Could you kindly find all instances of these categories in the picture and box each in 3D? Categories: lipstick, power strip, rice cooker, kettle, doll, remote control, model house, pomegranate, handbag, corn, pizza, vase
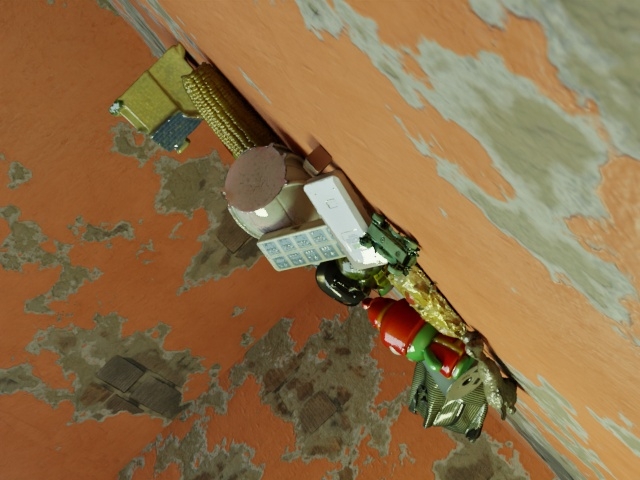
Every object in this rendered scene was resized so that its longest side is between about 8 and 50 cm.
[{"bbox_3d":[-0.009,-0.171,1.335,0.045,0.045,0.145,48,177,-3],"label":"lipstick"},{"bbox_3d":[0.000,0.000,1.489,0.367,0.043,0.106,-14,123,37],"label":"power strip"},{"bbox_3d":[0.065,0.115,1.720,0.165,0.112,0.106,34,163,-14],"label":"rice cooker"},{"bbox_3d":[0.389,0.337,1.835,0.210,0.160,0.243,10,-148,-42],"label":"kettle"},{"bbox_3d":[0.431,0.331,1.554,0.286,0.091,0.202,57,-177,-11],"label":"doll"},{"bbox_3d":[0.260,0.245,1.694,0.363,0.182,0.160,25,128,35],"label":"doll"},{"bbox_3d":[0.062,-0.042,1.360,0.103,0.034,0.250,-16,118,38],"label":"remote control"},{"bbox_3d":[-0.495,-0.457,2.045,0.266,0.321,0.261,46,-176,-11],"label":"model house"},{"bbox_3d":[0.105,0.060,1.611,0.148,0.148,0.169,-157,66,-83],"label":"pomegranate"},{"bbox_3d":[0.430,0.512,2.034,0.247,0.240,0.340,20,176,-3],"label":"handbag"},{"bbox_3d":[-0.251,-0.346,1.715,0.344,0.131,0.131,50,176,-16],"label":"corn"},{"bbox_3d":[0.227,0.115,1.519,0.280,0.075,0.288,43,176,42],"label":"pizza"},{"bbox_3d":[-0.080,-0.083,1.714,0.250,0.250,0.445,45,-177,32],"label":"vase"}]

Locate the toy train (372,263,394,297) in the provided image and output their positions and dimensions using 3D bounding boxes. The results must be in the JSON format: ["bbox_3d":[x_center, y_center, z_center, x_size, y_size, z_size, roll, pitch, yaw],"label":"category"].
[{"bbox_3d":[0.144,0.062,1.816,0.160,0.100,0.296,38,172,26],"label":"toy train"}]

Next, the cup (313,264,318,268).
[{"bbox_3d":[0.044,0.032,2.058,0.300,0.173,0.167,47,178,4],"label":"cup"}]

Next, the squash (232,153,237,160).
[{"bbox_3d":[-0.171,-0.216,1.879,0.247,0.132,0.132,57,-177,30],"label":"squash"}]

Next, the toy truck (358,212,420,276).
[{"bbox_3d":[0.153,0.008,1.278,0.078,0.080,0.154,14,-160,-39],"label":"toy truck"}]

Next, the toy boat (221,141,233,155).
[{"bbox_3d":[-0.262,-0.346,2.086,0.392,0.136,0.079,45,-152,27],"label":"toy boat"}]
